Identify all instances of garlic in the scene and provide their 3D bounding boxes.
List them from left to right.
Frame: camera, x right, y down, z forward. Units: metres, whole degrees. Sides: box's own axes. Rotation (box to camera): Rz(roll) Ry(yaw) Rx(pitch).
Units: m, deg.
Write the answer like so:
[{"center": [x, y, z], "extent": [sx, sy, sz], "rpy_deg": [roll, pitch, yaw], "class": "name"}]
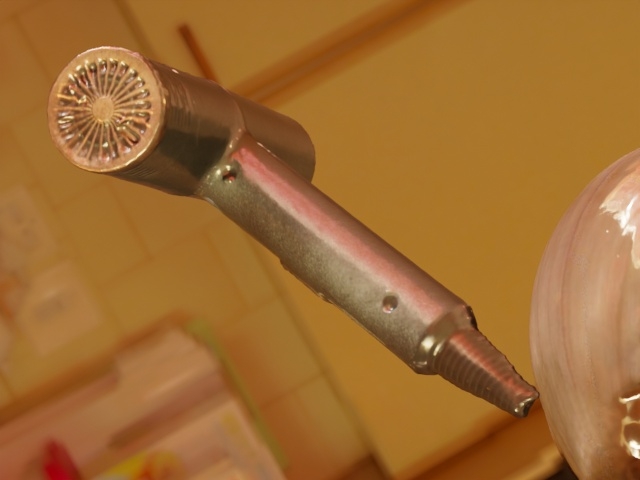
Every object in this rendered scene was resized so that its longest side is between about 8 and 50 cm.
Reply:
[{"center": [0.157, 0.032, 0.770], "extent": [0.214, 0.191, 0.160], "rpy_deg": [10, -42, 51], "class": "garlic"}]

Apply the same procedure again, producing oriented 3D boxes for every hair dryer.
[{"center": [0.009, 0.004, 0.723], "extent": [0.195, 0.050, 0.173], "rpy_deg": [37, 9, 16], "class": "hair dryer"}]
